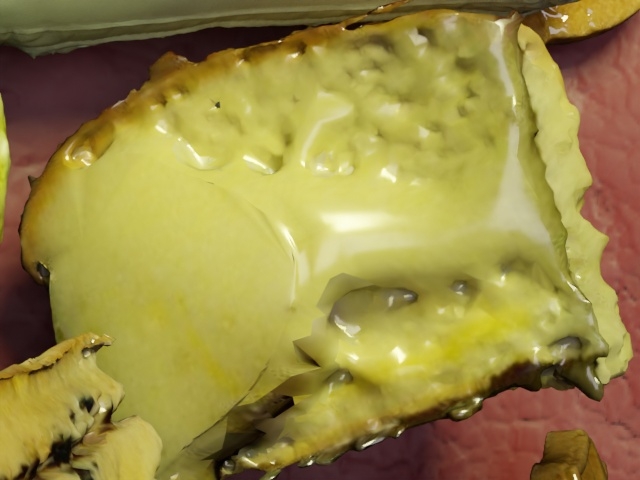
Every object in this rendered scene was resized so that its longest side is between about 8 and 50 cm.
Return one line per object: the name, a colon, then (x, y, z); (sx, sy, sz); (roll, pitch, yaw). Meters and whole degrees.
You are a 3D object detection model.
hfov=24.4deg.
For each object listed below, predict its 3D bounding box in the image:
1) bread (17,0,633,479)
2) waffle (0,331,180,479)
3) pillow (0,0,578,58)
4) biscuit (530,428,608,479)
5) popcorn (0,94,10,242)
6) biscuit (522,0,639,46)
bread: (0.000, 0.000, 0.692); (0.262, 0.162, 0.204); (-15, 96, 12)
waffle: (-0.217, 0.153, 0.570); (0.308, 0.213, 0.091); (-29, 89, 10)
pillow: (-0.025, -0.216, 0.666); (0.322, 0.120, 0.255); (-5, 105, -6)
biscuit: (0.130, 0.182, 0.712); (0.034, 0.215, 0.182); (-5, 126, 17)
popcorn: (-0.225, -0.024, 0.613); (0.204, 0.183, 0.221); (-25, 65, 25)
biscuit: (0.123, -0.214, 0.781); (0.184, 0.035, 0.249); (5, 86, -13)
